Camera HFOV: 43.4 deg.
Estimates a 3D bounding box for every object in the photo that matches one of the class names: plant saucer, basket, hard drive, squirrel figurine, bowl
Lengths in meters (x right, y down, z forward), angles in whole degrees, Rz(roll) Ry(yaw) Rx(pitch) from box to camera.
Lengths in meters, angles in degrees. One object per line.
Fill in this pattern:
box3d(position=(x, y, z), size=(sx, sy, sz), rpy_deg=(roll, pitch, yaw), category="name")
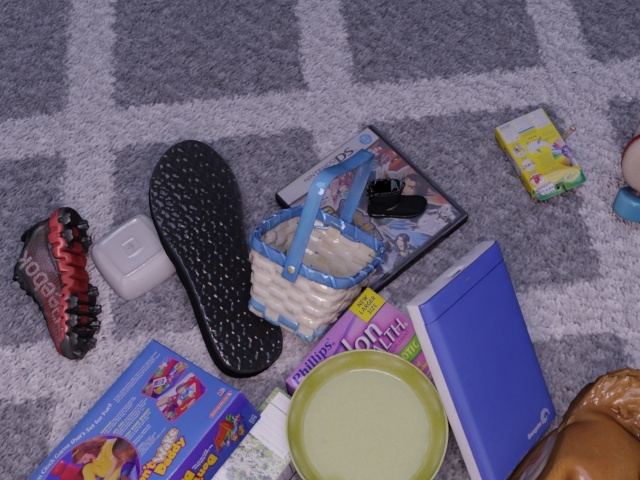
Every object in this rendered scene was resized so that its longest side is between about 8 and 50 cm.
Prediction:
box3d(position=(0.068, 0.283, 1.203), size=(0.240, 0.037, 0.241), rpy_deg=(0, 64, 1), category="plant saucer")
box3d(position=(0.000, 0.000, 1.318), size=(0.201, 0.289, 0.254), rpy_deg=(29, 22, 13), category="basket")
box3d(position=(0.254, 0.189, 1.228), size=(0.210, 0.040, 0.319), rpy_deg=(-34, 109, -39), category="hard drive")
box3d(position=(0.480, 0.400, 1.139), size=(0.370, 0.281, 0.397), rpy_deg=(36, 71, 12), category="squirrel figurine")
box3d(position=(-0.340, 0.023, 1.472), size=(0.142, 0.053, 0.142), rpy_deg=(-37, 69, -16), category="bowl")

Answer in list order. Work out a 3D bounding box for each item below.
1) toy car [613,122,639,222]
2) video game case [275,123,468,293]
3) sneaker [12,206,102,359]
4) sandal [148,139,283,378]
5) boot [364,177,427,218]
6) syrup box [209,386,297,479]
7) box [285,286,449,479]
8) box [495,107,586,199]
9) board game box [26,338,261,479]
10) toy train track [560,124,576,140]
box3d(position=(0.667, -0.168, 1.497), size=(0.210, 0.219, 0.238), rpy_deg=(15, 35, 9), category="toy car")
box3d(position=(0.094, -0.062, 1.516), size=(0.248, 0.035, 0.275), rpy_deg=(-37, 67, -17), category="video game case")
box3d(position=(-0.470, 0.083, 1.422), size=(0.135, 0.097, 0.276), rpy_deg=(-16, 72, 12), category="sneaker")
box3d(position=(-0.202, 0.035, 1.429), size=(0.167, 0.107, 0.446), rpy_deg=(-10, 73, -27), category="sandal")
box3d(position=(0.137, -0.078, 1.447), size=(0.121, 0.099, 0.045), rpy_deg=(-5, 64, -2), category="boot")
box3d(position=(-0.102, 0.359, 1.264), size=(0.093, 0.096, 0.237), rpy_deg=(33, 69, 19), category="syrup box")
box3d(position=(0.103, 0.240, 1.310), size=(0.243, 0.117, 0.213), rpy_deg=(37, 69, 19), category="box")
box3d(position=(0.423, -0.160, 1.549), size=(0.105, 0.043, 0.179), rpy_deg=(-23, 62, -1), category="box")
box3d(position=(-0.290, 0.341, 1.236), size=(0.233, 0.078, 0.347), rpy_deg=(21, 62, 41), category="board game box")
box3d(position=(0.478, -0.203, 1.592), size=(0.048, 0.014, 0.083), rpy_deg=(41, 70, 20), category="toy train track")
